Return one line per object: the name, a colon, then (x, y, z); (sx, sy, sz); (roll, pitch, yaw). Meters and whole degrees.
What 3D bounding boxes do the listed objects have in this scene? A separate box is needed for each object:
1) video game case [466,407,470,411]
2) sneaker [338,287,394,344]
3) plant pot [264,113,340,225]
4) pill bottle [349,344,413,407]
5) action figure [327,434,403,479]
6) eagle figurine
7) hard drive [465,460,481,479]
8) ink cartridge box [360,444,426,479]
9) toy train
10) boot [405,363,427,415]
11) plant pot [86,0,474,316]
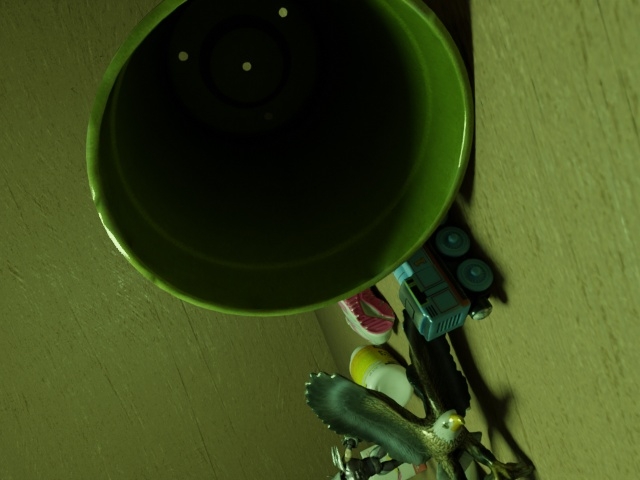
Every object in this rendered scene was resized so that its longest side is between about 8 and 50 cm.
video game case: (0.224, 0.240, 0.905); (0.087, 0.011, 0.122); (143, 104, -81)
sneaker: (0.089, 0.152, 1.198); (0.111, 0.102, 0.252); (79, 166, -45)
plant pot: (-0.040, -0.054, 0.915); (0.334, 0.333, 0.305); (60, 180, 39)
pill bottle: (0.145, 0.336, 1.270); (0.215, 0.117, 0.117); (-152, 40, -76)
action figure: (0.146, 0.572, 1.294); (0.099, 0.284, 0.185); (134, 114, -81)
eagle figurine: (0.156, 0.259, 0.751); (0.298, 0.226, 0.225); (47, 127, 19)
hard drive: (0.261, 0.580, 0.833); (0.233, 0.047, 0.353); (71, -158, -11)
ink cartridge box: (0.197, 0.662, 1.494); (0.115, 0.198, 0.067); (-139, 27, -70)
toy train: (0.133, 0.028, 0.624); (0.080, 0.105, 0.184); (83, 162, -58)
boot: (0.221, 0.325, 1.038); (0.121, 0.045, 0.099); (52, 165, 55)
plant pot: (-0.065, -0.163, 0.614); (0.353, 0.366, 0.367); (-113, 6, -51)
